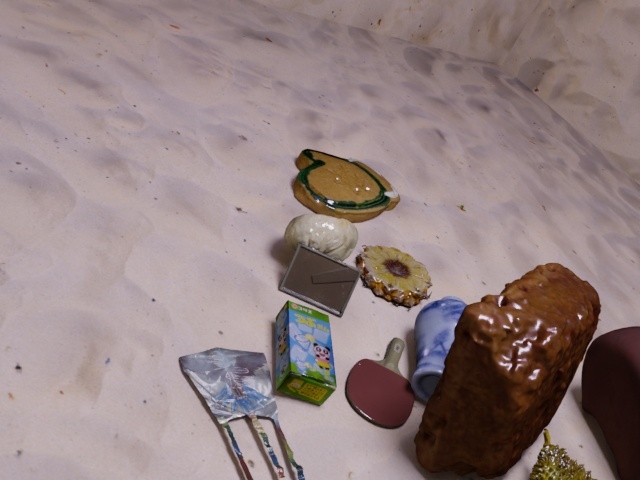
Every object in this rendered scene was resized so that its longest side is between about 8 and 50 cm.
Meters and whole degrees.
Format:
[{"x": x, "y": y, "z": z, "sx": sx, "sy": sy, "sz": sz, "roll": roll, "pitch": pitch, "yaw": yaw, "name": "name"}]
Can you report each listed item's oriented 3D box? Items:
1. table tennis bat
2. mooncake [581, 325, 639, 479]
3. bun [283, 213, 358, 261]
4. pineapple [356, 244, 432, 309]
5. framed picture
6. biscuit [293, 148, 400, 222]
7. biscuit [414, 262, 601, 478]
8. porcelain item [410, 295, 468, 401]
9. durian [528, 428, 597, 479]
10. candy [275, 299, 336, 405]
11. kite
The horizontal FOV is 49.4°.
[{"x": 0.128, "y": 0.273, "z": 1.373, "sx": 0.138, "sy": 0.022, "sz": 0.246, "roll": 30, "pitch": 34, "yaw": 3, "name": "table tennis bat"}, {"x": 0.678, "y": 0.349, "z": 1.423, "sx": 0.174, "sy": 0.334, "sz": 0.326, "roll": -4, "pitch": 8, "yaw": -10, "name": "mooncake"}, {"x": 0.000, "y": 0.000, "z": 1.557, "sx": 0.163, "sy": 0.111, "sz": 0.188, "roll": 10, "pitch": -4, "yaw": 7, "name": "bun"}, {"x": 0.179, "y": 0.075, "z": 1.665, "sx": 0.221, "sy": 0.047, "sz": 0.221, "roll": 18, "pitch": 32, "yaw": -12, "name": "pineapple"}, {"x": 0.000, "y": 0.083, "z": 1.474, "sx": 0.149, "sy": 0.109, "sz": 0.011, "roll": 25, "pitch": 2, "yaw": -4, "name": "framed picture"}, {"x": 0.055, "y": -0.162, "z": 1.905, "sx": 0.287, "sy": 0.057, "sz": 0.343, "roll": 43, "pitch": 35, "yaw": 24, "name": "biscuit"}, {"x": 0.359, "y": 0.240, "z": 1.277, "sx": 0.166, "sy": 0.343, "sz": 0.395, "roll": 32, "pitch": 31, "yaw": 29, "name": "biscuit"}, {"x": 0.254, "y": 0.216, "z": 1.440, "sx": 0.141, "sy": 0.141, "sz": 0.259, "roll": 28, "pitch": 39, "yaw": 2, "name": "porcelain item"}, {"x": 0.446, "y": 0.439, "z": 1.251, "sx": 0.146, "sy": 0.102, "sz": 0.208, "roll": 6, "pitch": 58, "yaw": -26, "name": "durian"}, {"x": -0.030, "y": 0.206, "z": 1.302, "sx": 0.097, "sy": 0.062, "sz": 0.195, "roll": 22, "pitch": 32, "yaw": -19, "name": "candy"}, {"x": -0.130, "y": 0.291, "z": 1.160, "sx": 0.169, "sy": 0.015, "sz": 0.310, "roll": 8, "pitch": 33, "yaw": -31, "name": "kite"}]
